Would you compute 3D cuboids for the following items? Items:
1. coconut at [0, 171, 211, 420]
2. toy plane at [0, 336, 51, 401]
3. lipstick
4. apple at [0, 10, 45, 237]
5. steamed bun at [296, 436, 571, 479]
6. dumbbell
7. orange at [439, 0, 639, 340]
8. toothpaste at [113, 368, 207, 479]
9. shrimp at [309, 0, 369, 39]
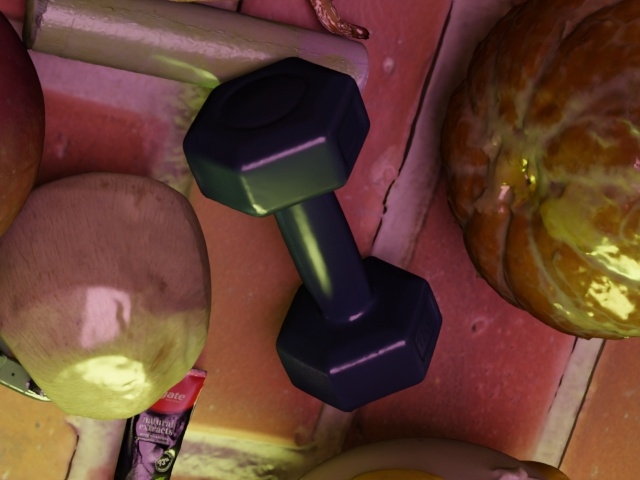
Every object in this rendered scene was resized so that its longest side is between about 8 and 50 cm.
[{"bbox_3d":[-0.192,0.037,1.180,0.224,0.224,0.224,-5,109,-16],"label":"coconut"},{"bbox_3d":[-0.325,0.098,1.225,0.226,0.058,0.226,32,80,-23],"label":"toy plane"},{"bbox_3d":[-0.110,-0.174,1.196,0.304,0.076,0.076,9,104,-21],"label":"lipstick"},{"bbox_3d":[-0.366,-0.093,1.037,0.305,0.306,0.235,11,146,-20],"label":"apple"},{"bbox_3d":[0.094,0.344,1.289,0.374,0.334,0.334,7,108,-50],"label":"steamed bun"},{"bbox_3d":[0.000,0.000,1.211,0.160,0.144,0.325,-23,128,1],"label":"dumbbell"},{"bbox_3d":[0.259,-0.072,1.209,0.249,0.329,0.329,-4,109,-27],"label":"orange"},{"bbox_3d":[-0.171,0.211,1.321,0.071,0.045,0.193,16,96,-22],"label":"toothpaste"},{"bbox_3d":[0.045,-0.228,1.246,0.114,0.023,0.083,-12,97,-10],"label":"shrimp"}]
